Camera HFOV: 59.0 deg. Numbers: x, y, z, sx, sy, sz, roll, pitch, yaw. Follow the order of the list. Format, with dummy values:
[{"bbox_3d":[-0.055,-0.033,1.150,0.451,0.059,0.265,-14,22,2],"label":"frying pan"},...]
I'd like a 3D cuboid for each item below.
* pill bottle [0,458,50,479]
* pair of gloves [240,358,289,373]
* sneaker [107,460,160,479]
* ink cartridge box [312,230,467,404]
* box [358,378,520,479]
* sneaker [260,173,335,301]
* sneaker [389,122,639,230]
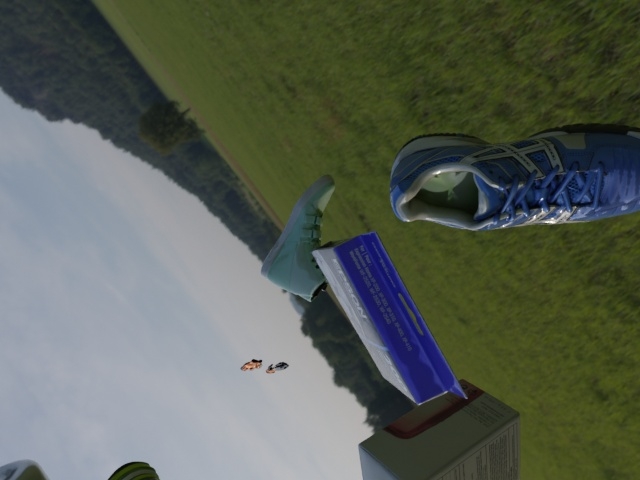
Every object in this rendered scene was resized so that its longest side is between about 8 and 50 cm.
[{"bbox_3d":[-0.148,0.221,0.285,0.187,0.111,0.112,62,177,-7],"label":"pill bottle"},{"bbox_3d":[-0.104,0.236,1.052,0.074,0.083,0.010,-42,44,53],"label":"pair of gloves"},{"bbox_3d":[-0.264,0.465,0.757,0.121,0.300,0.111,2,169,46],"label":"sneaker"},{"bbox_3d":[0.071,0.090,0.681,0.206,0.045,0.208,61,169,-2],"label":"ink cartridge box"},{"bbox_3d":[0.192,0.352,0.895,0.126,0.232,0.149,26,130,53],"label":"box"},{"bbox_3d":[0.000,0.000,1.173,0.151,0.256,0.094,31,-172,14],"label":"sneaker"},{"bbox_3d":[0.152,-0.037,0.422,0.081,0.211,0.080,-56,-42,-53],"label":"sneaker"}]
